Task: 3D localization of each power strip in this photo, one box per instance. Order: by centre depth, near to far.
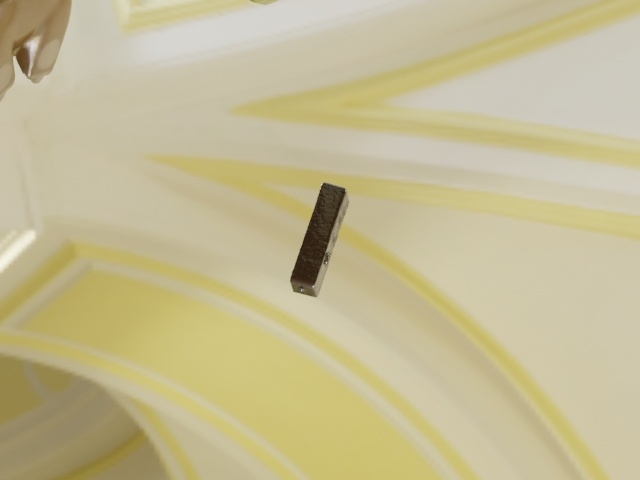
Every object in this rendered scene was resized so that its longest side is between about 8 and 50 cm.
[{"bbox_3d":[0.000,0.000,1.376,0.029,0.038,0.111,15,-109,12],"label":"power strip"}]

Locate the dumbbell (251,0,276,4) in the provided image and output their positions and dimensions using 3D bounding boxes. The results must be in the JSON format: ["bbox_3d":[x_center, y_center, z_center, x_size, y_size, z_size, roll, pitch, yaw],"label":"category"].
[{"bbox_3d":[0.042,-0.338,1.430,0.301,0.108,0.121,-20,-116,11],"label":"dumbbell"}]

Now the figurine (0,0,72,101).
[{"bbox_3d":[-0.312,-0.236,1.210,0.173,0.177,0.247,32,-33,11],"label":"figurine"}]
